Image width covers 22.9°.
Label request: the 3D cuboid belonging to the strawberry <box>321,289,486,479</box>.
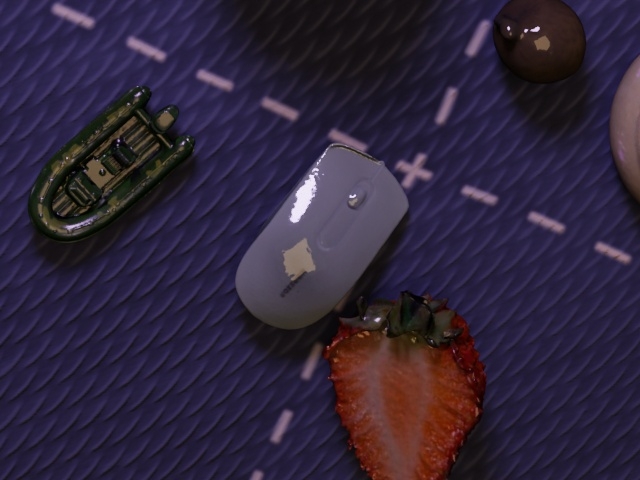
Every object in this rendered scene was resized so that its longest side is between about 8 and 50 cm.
[{"bbox_3d":[0.105,0.165,1.834,0.188,0.106,0.286,6,117,16],"label":"strawberry"}]

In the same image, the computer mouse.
[{"bbox_3d":[0.000,0.000,1.799,0.128,0.079,0.231,36,94,-14],"label":"computer mouse"}]

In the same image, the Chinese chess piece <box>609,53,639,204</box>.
[{"bbox_3d":[0.455,-0.127,1.797,0.251,0.097,0.251,-1,102,-6],"label":"Chinese chess piece"}]

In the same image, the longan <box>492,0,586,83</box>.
[{"bbox_3d":[0.237,-0.225,1.750,0.119,0.106,0.106,10,104,-41],"label":"longan"}]

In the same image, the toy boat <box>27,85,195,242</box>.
[{"bbox_3d":[-0.239,-0.080,1.770,0.210,0.052,0.104,-40,105,4],"label":"toy boat"}]
